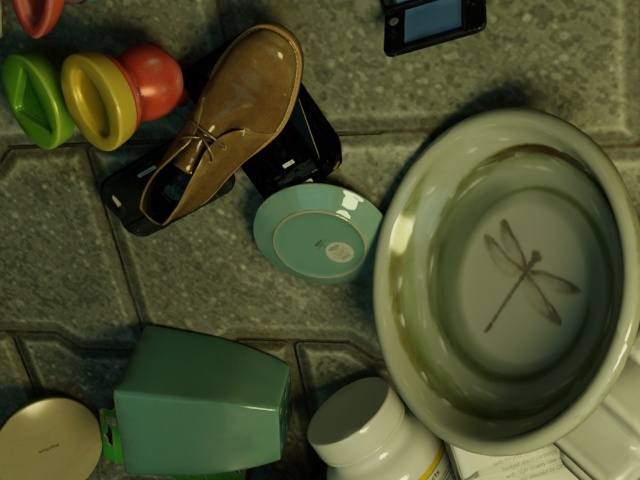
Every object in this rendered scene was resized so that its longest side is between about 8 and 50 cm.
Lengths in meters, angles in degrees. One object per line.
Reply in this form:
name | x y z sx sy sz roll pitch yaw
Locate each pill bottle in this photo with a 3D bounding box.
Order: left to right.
pill bottle | 0.129 0.369 1.401 0.188 0.188 0.334 -25 110 29

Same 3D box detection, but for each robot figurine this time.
robot figurine | 0.431 0.155 1.112 0.353 0.200 0.300 -42 140 -5

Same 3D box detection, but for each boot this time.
boot | -0.124 -0.130 1.168 0.112 0.115 0.305 38 123 -2

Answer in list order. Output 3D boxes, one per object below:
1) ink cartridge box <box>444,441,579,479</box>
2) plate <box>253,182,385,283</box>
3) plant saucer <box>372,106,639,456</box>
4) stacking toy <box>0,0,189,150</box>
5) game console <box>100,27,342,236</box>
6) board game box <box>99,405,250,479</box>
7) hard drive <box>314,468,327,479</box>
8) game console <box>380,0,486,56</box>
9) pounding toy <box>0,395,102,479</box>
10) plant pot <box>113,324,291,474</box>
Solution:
ink cartridge box | 0.281 0.288 1.268 0.207 0.117 0.283 -19 101 -1
plate | 0.000 0.000 1.285 0.188 0.024 0.188 5 134 5
plant saucer | 0.224 0.049 1.124 0.101 0.400 0.400 8 136 -37
stacking toy | -0.313 -0.266 1.213 0.279 0.130 0.309 -8 108 52
game console | -0.160 -0.117 1.282 0.361 0.044 0.213 -25 109 29
board game box | -0.244 0.346 1.604 0.259 0.039 0.124 10 123 9
hard drive | 0.082 0.545 1.604 0.339 0.064 0.237 38 124 -6
game console | 0.118 -0.279 1.073 0.122 0.107 0.071 -12 145 25
pounding toy | -0.501 0.335 1.629 0.237 0.110 0.183 11 97 -30
plant pot | -0.166 0.247 1.445 0.234 0.165 0.165 3 122 7
